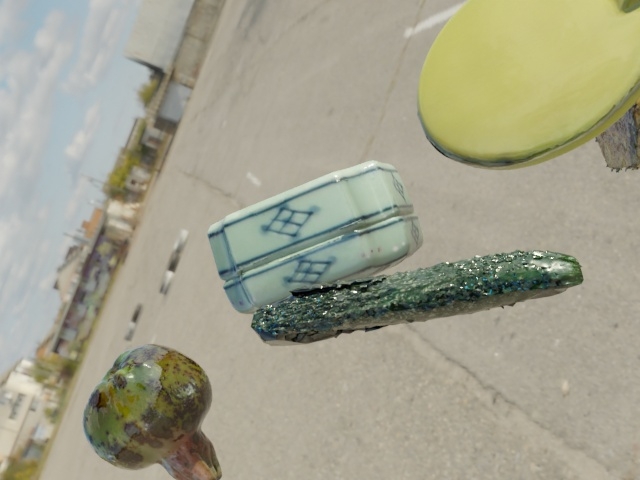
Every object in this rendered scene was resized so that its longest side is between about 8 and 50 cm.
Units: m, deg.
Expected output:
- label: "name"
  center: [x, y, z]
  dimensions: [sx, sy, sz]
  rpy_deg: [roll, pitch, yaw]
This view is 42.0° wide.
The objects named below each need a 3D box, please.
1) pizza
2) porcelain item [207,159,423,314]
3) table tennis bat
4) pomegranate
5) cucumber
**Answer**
- label: "pizza"
  center: [0.479, -0.180, 1.299]
  dimensions: [0.226, 0.069, 0.147]
  rpy_deg: [-36, -64, -89]
- label: "porcelain item"
  center: [0.000, 0.000, 1.240]
  dimensions: [0.286, 0.281, 0.157]
  rpy_deg: [-9, -101, -78]
- label: "table tennis bat"
  center: [0.243, -0.191, 0.712]
  dimensions: [0.369, 0.054, 0.224]
  rpy_deg: [-27, 49, 25]
- label: "pomegranate"
  center: [-0.167, 0.186, 0.857]
  dimensions: [0.138, 0.163, 0.125]
  rpy_deg: [-41, -28, -1]
- label: "cucumber"
  center: [0.064, 0.042, 0.612]
  dimensions: [0.257, 0.043, 0.044]
  rpy_deg: [-13, 63, 27]
